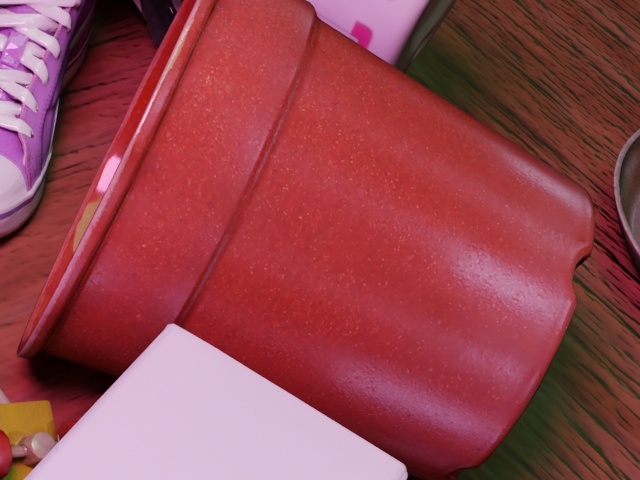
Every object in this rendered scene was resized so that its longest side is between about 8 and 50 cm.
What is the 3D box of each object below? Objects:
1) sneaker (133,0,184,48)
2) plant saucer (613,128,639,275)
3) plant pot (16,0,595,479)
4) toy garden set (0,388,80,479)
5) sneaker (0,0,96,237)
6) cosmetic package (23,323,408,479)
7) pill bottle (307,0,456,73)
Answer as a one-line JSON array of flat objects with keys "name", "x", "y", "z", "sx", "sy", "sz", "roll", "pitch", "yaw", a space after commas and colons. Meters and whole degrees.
[{"name": "sneaker", "x": -0.062, "y": -0.216, "z": 1.346, "sx": 0.410, "sy": 0.158, "sz": 0.182, "roll": 46, "pitch": 27, "yaw": 18}, {"name": "plant saucer", "x": 0.357, "y": 0.019, "z": 1.343, "sx": 0.310, "sy": 0.050, "sz": 0.310, "roll": 14, "pitch": 41, "yaw": -12}, {"name": "plant pot", "x": 0.000, "y": 0.000, "z": 1.047, "sx": 0.265, "sy": 0.272, "sz": 0.272, "roll": 26, "pitch": 39, "yaw": -10}, {"name": "toy garden set", "x": -0.259, "y": 0.080, "z": 0.966, "sx": 0.204, "sy": 0.049, "sz": 0.244, "roll": -2, "pitch": 31, "yaw": -44}, {"name": "sneaker", "x": -0.203, "y": -0.136, "z": 1.161, "sx": 0.102, "sy": 0.161, "sz": 0.282, "roll": 18, "pitch": 41, "yaw": -9}, {"name": "cosmetic package", "x": -0.095, "y": 0.199, "z": 0.789, "sx": 0.138, "sy": 0.224, "sz": 0.224, "roll": 32, "pitch": 40, "yaw": 10}, {"name": "pill bottle", "x": -0.036, "y": -0.234, "z": 1.140, "sx": 0.283, "sy": 0.160, "sz": 0.160, "roll": 33, "pitch": 40, "yaw": 5}]
